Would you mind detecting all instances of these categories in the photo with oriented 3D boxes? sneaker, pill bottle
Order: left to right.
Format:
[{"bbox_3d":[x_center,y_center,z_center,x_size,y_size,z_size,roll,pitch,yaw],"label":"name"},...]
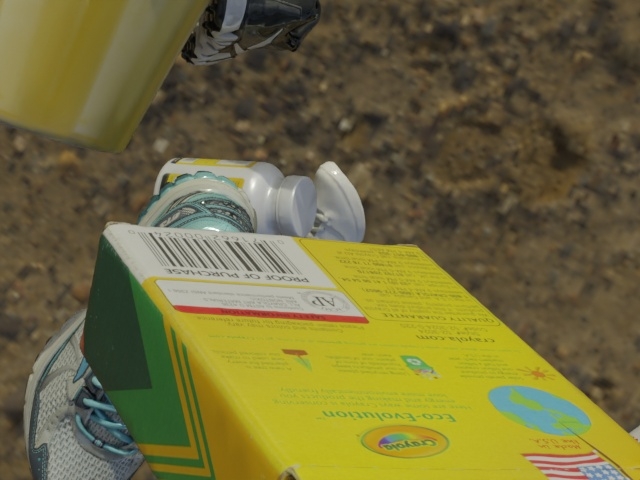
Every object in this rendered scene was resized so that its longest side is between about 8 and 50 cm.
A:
[{"bbox_3d":[-0.138,0.084,1.199,0.110,0.122,0.283,24,101,-15],"label":"sneaker"},{"bbox_3d":[-0.103,-0.046,1.993,0.103,0.184,0.103,5,90,-66],"label":"pill bottle"},{"bbox_3d":[-0.057,-0.186,1.370,0.106,0.234,0.078,3,89,-13],"label":"sneaker"},{"bbox_3d":[0.000,0.000,2.091,0.094,0.080,0.212,-22,133,-23],"label":"sneaker"}]

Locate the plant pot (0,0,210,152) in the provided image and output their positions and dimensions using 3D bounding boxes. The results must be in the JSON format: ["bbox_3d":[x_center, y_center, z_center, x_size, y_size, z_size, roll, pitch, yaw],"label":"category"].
[{"bbox_3d":[-0.179,-0.200,1.155,0.254,0.254,0.239,13,100,-44],"label":"plant pot"}]

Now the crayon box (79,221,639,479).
[{"bbox_3d":[0.022,0.092,0.803,0.202,0.318,0.081,5,110,-25],"label":"crayon box"}]

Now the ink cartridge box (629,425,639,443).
[{"bbox_3d":[0.486,0.221,1.856,0.278,0.201,0.117,-36,97,-3],"label":"ink cartridge box"}]
